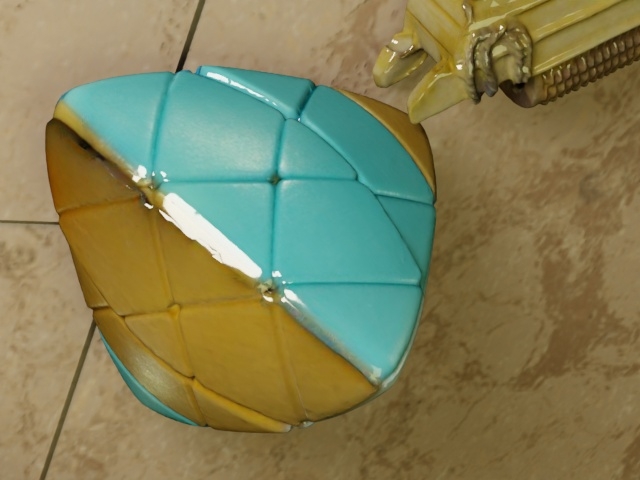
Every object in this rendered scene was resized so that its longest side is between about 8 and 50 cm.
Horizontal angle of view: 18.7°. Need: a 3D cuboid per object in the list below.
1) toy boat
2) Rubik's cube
[{"bbox_3d":[0.175,-0.158,1.205,0.310,0.089,0.115,-26,131,-16],"label":"toy boat"},{"bbox_3d":[0.000,0.000,1.117,0.254,0.254,0.254,-18,131,-23],"label":"Rubik's cube"}]
